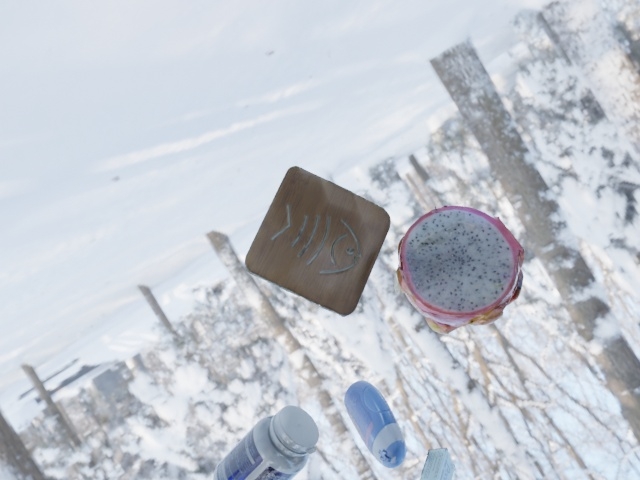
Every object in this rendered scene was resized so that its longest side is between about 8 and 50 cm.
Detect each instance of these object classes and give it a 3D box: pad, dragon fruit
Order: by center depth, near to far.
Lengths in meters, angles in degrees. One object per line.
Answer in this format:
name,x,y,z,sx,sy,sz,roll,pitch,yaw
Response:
dragon fruit,0.306,0.066,1.582,0.290,0.291,0.189,-31,160,-7
pad,0.000,0.000,1.650,0.287,0.283,0.018,-66,-175,-16

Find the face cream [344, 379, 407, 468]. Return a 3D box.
face cream,0.150,0.490,1.877,0.083,0.149,0.264,-2,-150,-23

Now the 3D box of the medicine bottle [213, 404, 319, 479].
medicine bottle,-0.089,0.363,1.180,0.191,0.107,0.107,-49,172,26

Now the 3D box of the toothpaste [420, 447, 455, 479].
toothpaste,0.180,0.402,1.138,0.034,0.046,0.164,-16,-164,26
